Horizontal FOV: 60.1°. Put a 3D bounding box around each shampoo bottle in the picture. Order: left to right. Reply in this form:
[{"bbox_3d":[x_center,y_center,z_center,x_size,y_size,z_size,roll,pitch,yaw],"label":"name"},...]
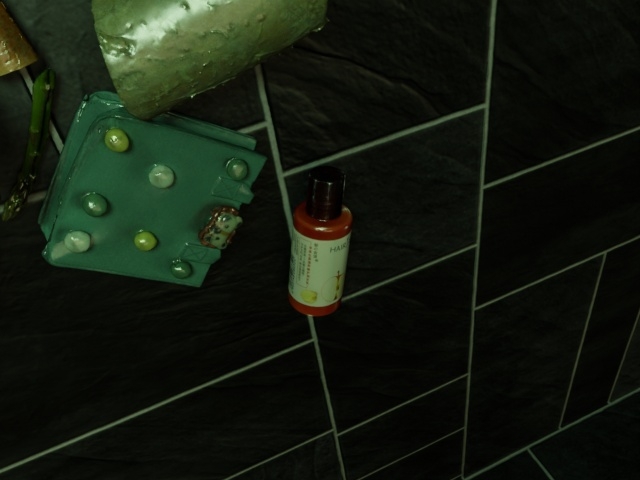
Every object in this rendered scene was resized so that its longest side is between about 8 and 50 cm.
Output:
[{"bbox_3d":[0.000,0.000,0.984,0.104,0.104,0.278,-10,128,-21],"label":"shampoo bottle"}]

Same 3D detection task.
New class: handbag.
[{"bbox_3d":[-0.242,-0.058,0.815,0.274,0.100,0.268,17,114,-35],"label":"handbag"}]

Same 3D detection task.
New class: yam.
[{"bbox_3d":[-0.136,-0.271,0.666,0.268,0.161,0.161,-27,132,1],"label":"yam"}]

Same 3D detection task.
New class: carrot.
[{"bbox_3d":[-0.392,-0.285,0.602,0.061,0.061,0.209,-25,127,-9],"label":"carrot"}]

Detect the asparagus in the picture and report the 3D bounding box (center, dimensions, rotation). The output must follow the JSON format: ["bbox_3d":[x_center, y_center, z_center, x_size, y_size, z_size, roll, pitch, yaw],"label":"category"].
[{"bbox_3d":[-0.386,-0.123,0.739,0.034,0.027,0.236,-4,129,-50],"label":"asparagus"}]
